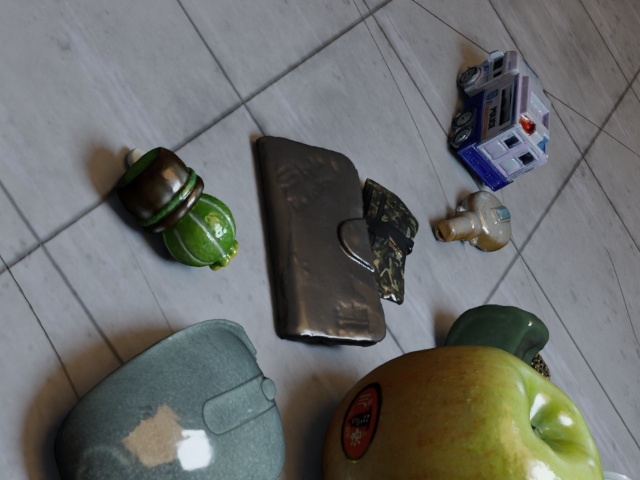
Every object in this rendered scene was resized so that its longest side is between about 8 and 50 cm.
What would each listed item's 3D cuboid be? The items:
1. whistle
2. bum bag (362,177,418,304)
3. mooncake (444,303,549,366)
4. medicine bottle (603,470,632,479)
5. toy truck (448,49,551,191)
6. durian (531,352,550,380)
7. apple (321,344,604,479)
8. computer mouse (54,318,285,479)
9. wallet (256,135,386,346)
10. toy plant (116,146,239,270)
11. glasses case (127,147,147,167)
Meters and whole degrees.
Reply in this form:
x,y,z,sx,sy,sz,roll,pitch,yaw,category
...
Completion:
x,y,z,sx,sy,sz,roll,pitch,yaw,category
0.261,-0.030,2.181,0.220,0.057,0.107,-11,77,-54,whistle
0.090,0.005,1.907,0.102,0.069,0.248,18,44,0,bum bag
0.268,0.181,1.944,0.104,0.175,0.168,26,22,-43,mooncake
0.411,0.493,1.932,0.324,0.124,0.179,-66,153,-52,medicine bottle
0.333,-0.229,2.329,0.124,0.155,0.268,44,37,-27,toy truck
0.346,0.190,2.145,0.130,0.052,0.066,60,31,-4,durian
0.180,0.288,1.615,0.338,0.305,0.339,31,45,-37,apple
-0.131,0.201,1.423,0.374,0.114,0.203,-23,85,-58,computer mouse
0.000,0.000,1.784,0.165,0.042,0.310,9,57,-29,wallet
-0.164,-0.031,1.561,0.162,0.092,0.093,49,35,-21,toy plant
-0.205,-0.081,1.606,0.083,0.021,0.032,43,36,-27,glasses case
